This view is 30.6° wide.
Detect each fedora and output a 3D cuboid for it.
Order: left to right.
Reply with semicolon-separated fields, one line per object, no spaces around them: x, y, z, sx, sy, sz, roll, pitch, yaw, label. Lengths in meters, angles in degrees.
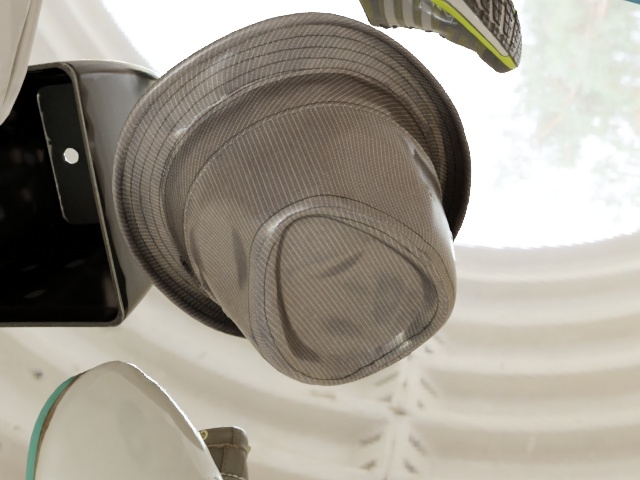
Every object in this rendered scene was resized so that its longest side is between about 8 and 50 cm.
0.000;0.000;0.775;0.244;0.275;0.124;-24;-134;0;fedora

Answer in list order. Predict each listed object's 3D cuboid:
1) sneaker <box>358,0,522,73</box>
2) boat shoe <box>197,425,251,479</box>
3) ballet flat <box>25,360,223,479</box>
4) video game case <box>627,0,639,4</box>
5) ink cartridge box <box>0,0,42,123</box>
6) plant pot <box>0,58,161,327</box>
0.125;-0.298;1.424;0.300;0.121;0.111;35;-133;-20;sneaker
-0.164;0.265;1.282;0.109;0.091;0.305;21;155;-27;boat shoe
-0.077;0.255;0.681;0.139;0.400;0.139;0;-156;0;ballet flat
0.222;-0.272;0.945;0.119;0.015;0.166;12;-114;-12;video game case
-0.314;-0.161;0.383;0.395;0.166;0.285;18;170;-35;ink cartridge box
-0.205;-0.048;0.899;0.188;0.187;0.167;-3;-164;23;plant pot
